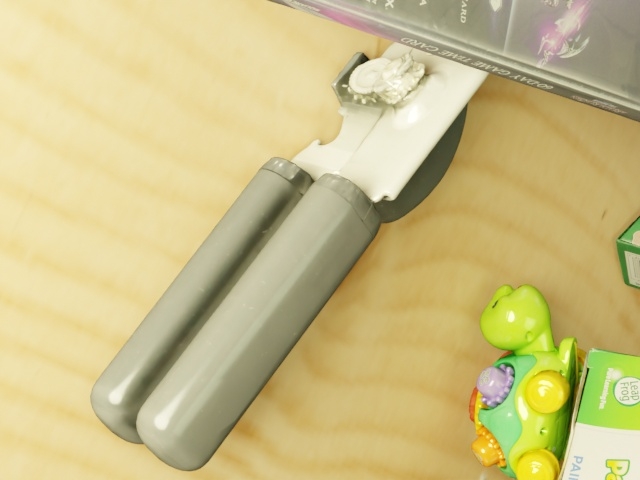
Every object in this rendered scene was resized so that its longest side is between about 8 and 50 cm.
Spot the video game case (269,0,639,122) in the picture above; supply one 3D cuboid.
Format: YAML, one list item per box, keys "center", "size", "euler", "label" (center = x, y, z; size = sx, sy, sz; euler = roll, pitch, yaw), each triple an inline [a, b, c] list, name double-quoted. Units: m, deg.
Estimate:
- center: [0.091, -0.183, 0.698]
  size: [0.274, 0.026, 0.196]
  euler: [13, 79, -35]
  label: "video game case"

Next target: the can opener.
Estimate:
- center: [0.000, 0.000, 0.697]
  size: [0.280, 0.074, 0.093]
  euler: [-50, 132, -22]
  label: "can opener"

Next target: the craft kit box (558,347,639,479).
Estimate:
- center: [0.177, 0.238, 0.864]
  size: [0.250, 0.061, 0.247]
  euler: [68, 38, -51]
  label: "craft kit box"

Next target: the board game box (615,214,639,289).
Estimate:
- center: [0.390, -0.005, 0.906]
  size: [0.213, 0.317, 0.046]
  euler: [-41, 132, -28]
  label: "board game box"

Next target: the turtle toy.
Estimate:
- center: [0.128, 0.092, 0.856]
  size: [0.095, 0.066, 0.130]
  euler: [-17, 113, -67]
  label: "turtle toy"
